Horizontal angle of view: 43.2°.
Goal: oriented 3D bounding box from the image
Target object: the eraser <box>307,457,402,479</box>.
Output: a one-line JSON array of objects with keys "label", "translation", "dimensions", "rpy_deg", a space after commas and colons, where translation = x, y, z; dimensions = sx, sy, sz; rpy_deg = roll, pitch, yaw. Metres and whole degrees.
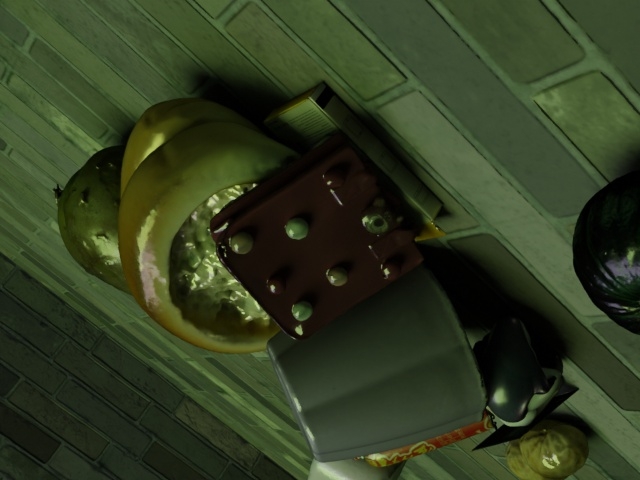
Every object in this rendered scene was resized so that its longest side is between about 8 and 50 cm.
[{"label": "eraser", "translation": [0.079, 0.449, 1.594], "dimensions": [0.150, 0.331, 0.331], "rpy_deg": [28, 156, 14]}]

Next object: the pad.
[{"label": "pad", "translation": [0.318, 0.285, 1.274], "dimensions": [0.004, 0.127, 0.190], "rpy_deg": [54, 158, 10]}]

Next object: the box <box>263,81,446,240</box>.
[{"label": "box", "translation": [0.048, -0.089, 1.020], "dimensions": [0.247, 0.033, 0.129], "rpy_deg": [43, 155, -20]}]

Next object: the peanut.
[{"label": "peanut", "translation": [0.382, 0.363, 1.374], "dimensions": [0.229, 0.098, 0.103], "rpy_deg": [98, 155, -64]}]

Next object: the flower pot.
[{"label": "flower pot", "translation": [0.067, 0.178, 1.124], "dimensions": [0.265, 0.243, 0.265], "rpy_deg": [157, 90, -79]}]

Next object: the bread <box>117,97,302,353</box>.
[{"label": "bread", "translation": [-0.106, -0.021, 1.142], "dimensions": [0.329, 0.245, 0.424], "rpy_deg": [-20, 143, 10]}]

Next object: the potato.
[{"label": "potato", "translation": [-0.287, 0.000, 1.399], "dimensions": [0.359, 0.219, 0.270], "rpy_deg": [42, 163, -29]}]

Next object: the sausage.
[{"label": "sausage", "translation": [0.176, 0.336, 1.419], "dimensions": [0.264, 0.083, 0.083], "rpy_deg": [-24, 130, 14]}]

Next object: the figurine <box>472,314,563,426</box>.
[{"label": "figurine", "translation": [0.267, 0.196, 1.145], "dimensions": [0.145, 0.145, 0.222], "rpy_deg": [22, 158, 28]}]

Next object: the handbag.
[{"label": "handbag", "translation": [0.000, 0.002, 0.971], "dimensions": [0.203, 0.216, 0.074], "rpy_deg": [53, -171, -34]}]

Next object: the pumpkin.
[{"label": "pumpkin", "translation": [0.325, 0.021, 0.729], "dimensions": [0.202, 0.140, 0.202], "rpy_deg": [28, 159, 12]}]
